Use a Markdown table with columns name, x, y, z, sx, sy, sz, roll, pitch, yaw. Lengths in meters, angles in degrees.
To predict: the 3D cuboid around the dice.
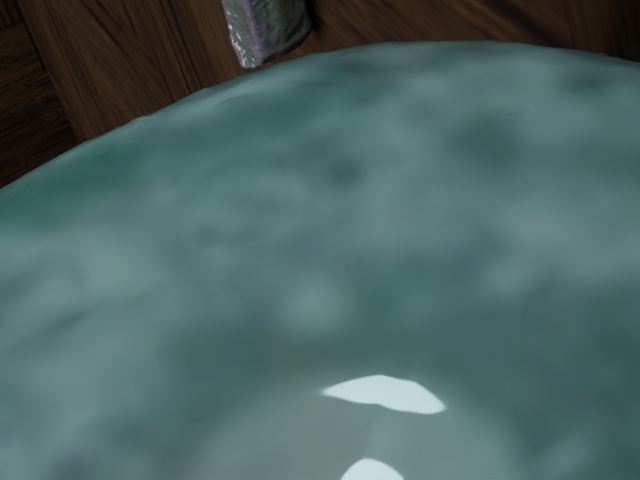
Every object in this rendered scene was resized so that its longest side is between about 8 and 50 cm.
| name | x | y | z | sx | sy | sz | roll | pitch | yaw |
| --- | --- | --- | --- | --- | --- | --- | --- | --- | --- |
| dice | 0.035 | 0.170 | 0.529 | 0.328 | 0.330 | 0.348 | 54 | 168 | 43 |

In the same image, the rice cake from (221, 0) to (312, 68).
| name | x | y | z | sx | sy | sz | roll | pitch | yaw |
| --- | --- | --- | --- | --- | --- | --- | --- | --- | --- |
| rice cake | -0.042 | -0.169 | 0.879 | 0.036 | 0.047 | 0.206 | 45 | 161 | 43 |
